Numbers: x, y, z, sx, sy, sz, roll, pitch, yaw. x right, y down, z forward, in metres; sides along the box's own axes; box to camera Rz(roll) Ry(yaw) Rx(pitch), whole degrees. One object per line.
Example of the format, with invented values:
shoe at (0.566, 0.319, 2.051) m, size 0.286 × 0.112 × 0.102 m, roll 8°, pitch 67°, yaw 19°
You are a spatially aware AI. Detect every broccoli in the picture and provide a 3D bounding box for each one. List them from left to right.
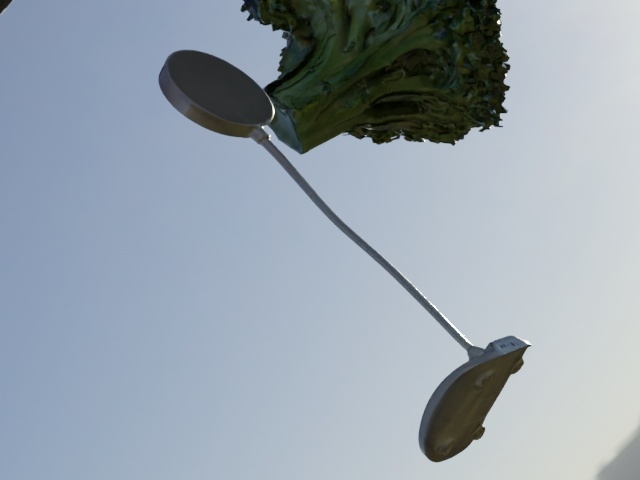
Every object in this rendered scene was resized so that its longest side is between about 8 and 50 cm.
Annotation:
broccoli at (0.026, -0.133, 1.200) m, size 0.194 × 0.219 × 0.194 m, roll -44°, pitch -7°, yaw -7°

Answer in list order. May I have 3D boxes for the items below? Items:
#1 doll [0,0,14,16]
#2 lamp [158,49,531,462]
doll at (-0.302, -0.277, 1.249) m, size 0.154 × 0.228 × 0.258 m, roll -39°, pitch -48°, yaw -62°
lamp at (0.000, 0.000, 0.667) m, size 0.050 × 0.198 × 0.056 m, roll -21°, pitch -29°, yaw -52°
